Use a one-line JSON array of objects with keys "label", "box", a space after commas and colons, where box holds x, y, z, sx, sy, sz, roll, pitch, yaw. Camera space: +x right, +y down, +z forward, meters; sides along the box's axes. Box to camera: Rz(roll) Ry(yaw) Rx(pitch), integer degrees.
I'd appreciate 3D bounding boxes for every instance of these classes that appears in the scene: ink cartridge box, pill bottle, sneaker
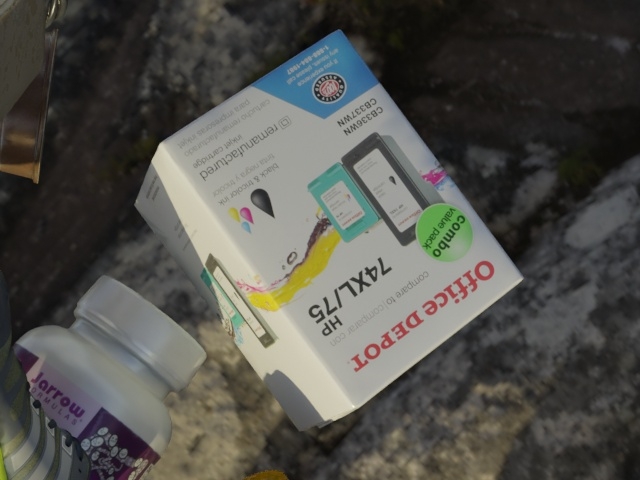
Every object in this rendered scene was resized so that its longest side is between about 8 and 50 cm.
[{"label": "ink cartridge box", "box": [0.000, 0.000, 1.149, 0.198, 0.270, 0.197, -36, -3, -19]}, {"label": "pill bottle", "box": [-0.241, 0.185, 1.153, 0.169, 0.169, 0.301, 23, 71, 44]}, {"label": "sneaker", "box": [-0.249, 0.157, 1.008, 0.111, 0.121, 0.300, 6, 104, 39]}]

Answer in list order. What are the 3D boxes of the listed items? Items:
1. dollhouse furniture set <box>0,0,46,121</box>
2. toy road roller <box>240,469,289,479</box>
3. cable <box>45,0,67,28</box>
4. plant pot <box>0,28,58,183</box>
[{"label": "dollhouse furniture set", "box": [-0.300, -0.277, 0.745, 0.256, 0.394, 0.362, 7, 27, 0]}, {"label": "toy road roller", "box": [-0.077, 0.343, 1.080, 0.329, 0.202, 0.240, -23, 77, -17]}, {"label": "cable", "box": [-0.258, -0.270, 1.117, 0.150, 0.047, 0.184, 17, 93, 39]}, {"label": "plant pot", "box": [-0.369, -0.152, 1.357, 0.165, 0.167, 0.167, 7, 49, -13]}]
